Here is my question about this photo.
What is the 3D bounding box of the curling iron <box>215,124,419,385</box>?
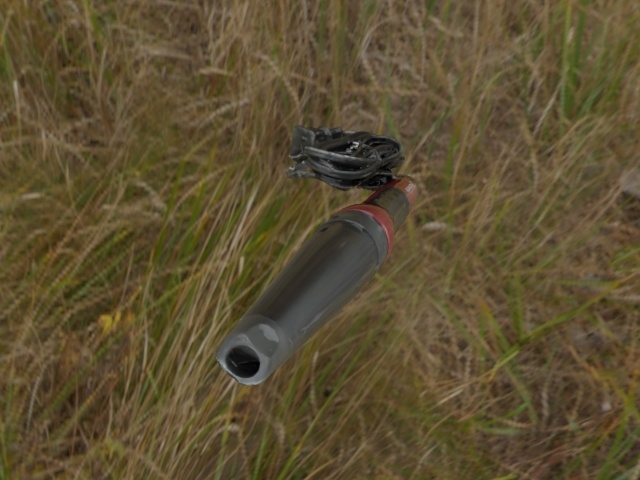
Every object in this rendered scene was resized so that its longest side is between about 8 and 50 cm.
[{"bbox_3d":[0.000,0.000,0.471,0.068,0.274,0.035,14,111,5],"label":"curling iron"}]
